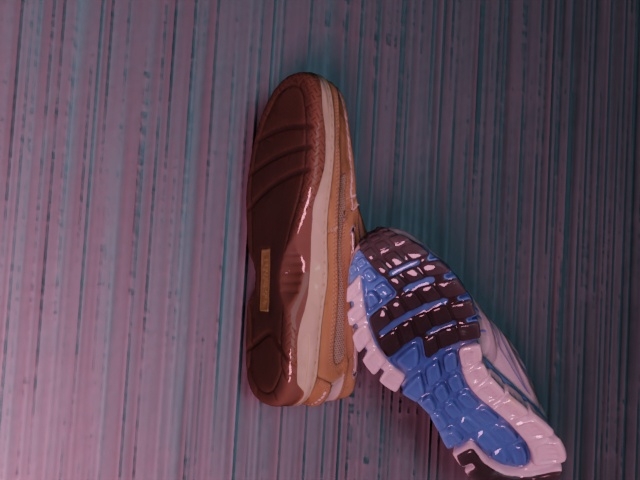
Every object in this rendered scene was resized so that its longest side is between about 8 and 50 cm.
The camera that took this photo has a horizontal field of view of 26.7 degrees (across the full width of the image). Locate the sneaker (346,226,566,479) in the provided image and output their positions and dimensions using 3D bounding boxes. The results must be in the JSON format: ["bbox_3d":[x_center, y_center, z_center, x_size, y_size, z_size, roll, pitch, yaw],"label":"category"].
[{"bbox_3d":[0.075,0.062,0.788,0.071,0.083,0.190,-27,115,16],"label":"sneaker"}]

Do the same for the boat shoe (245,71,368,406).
[{"bbox_3d":[0.000,0.000,0.778,0.072,0.068,0.190,3,95,-34],"label":"boat shoe"}]
